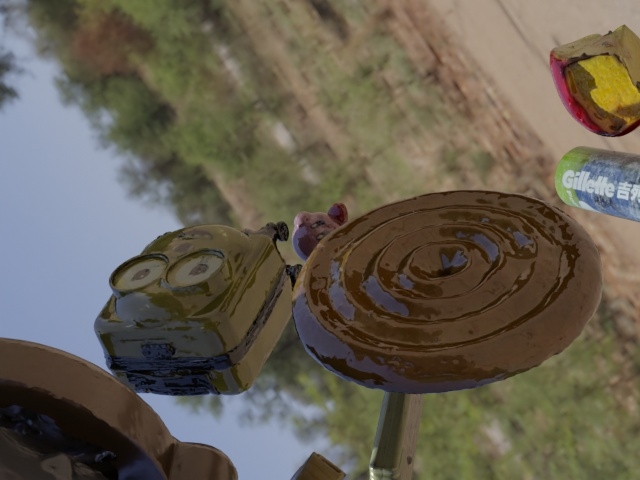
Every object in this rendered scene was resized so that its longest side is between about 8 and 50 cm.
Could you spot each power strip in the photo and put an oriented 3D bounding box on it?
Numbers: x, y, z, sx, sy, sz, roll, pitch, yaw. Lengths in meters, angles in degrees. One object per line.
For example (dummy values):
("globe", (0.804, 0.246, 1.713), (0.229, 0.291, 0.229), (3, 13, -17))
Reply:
("power strip", (0.069, 0.174, 1.130), (0.169, 0.028, 0.076), (-74, -19, -48))

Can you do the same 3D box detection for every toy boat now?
("toy boat", (-0.024, 0.327, 1.584), (0.057, 0.200, 0.077), (35, -141, 9))

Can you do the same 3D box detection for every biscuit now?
("biscuit", (0.100, 0.029, 1.050), (0.262, 0.262, 0.037), (-125, 17, -56))

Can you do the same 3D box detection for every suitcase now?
("suitcase", (-0.146, 0.072, 1.532), (0.235, 0.194, 0.143), (-61, -39, -49))

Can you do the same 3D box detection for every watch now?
("watch", (-0.271, 0.266, 0.962), (0.314, 0.335, 0.326), (33, -130, -23))

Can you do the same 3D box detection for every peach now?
("peach", (0.363, -0.198, 1.620), (0.151, 0.151, 0.118), (-125, 27, -56))

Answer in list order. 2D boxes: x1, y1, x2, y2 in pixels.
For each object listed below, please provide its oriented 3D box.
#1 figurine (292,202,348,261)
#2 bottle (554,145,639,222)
("figurine", (0.000, 0.000, 1.630), (0.067, 0.071, 0.083), (-26, 83, 59))
("bottle", (0.447, -0.068, 1.737), (0.093, 0.093, 0.330), (55, 165, -22))
